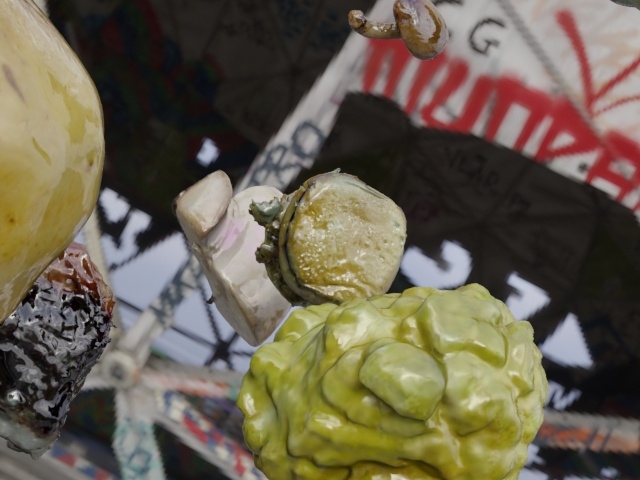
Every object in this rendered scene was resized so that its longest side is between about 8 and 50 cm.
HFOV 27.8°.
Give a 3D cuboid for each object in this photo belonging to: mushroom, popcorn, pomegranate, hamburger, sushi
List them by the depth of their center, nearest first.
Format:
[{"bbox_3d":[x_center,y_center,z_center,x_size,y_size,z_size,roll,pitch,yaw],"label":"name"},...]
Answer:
[{"bbox_3d":[-0.303,-0.083,0.840,0.332,0.333,0.332,28,-6,3],"label":"pomegranate"},{"bbox_3d":[0.076,0.150,1.118,0.241,0.235,0.250,13,-28,-32],"label":"popcorn"},{"bbox_3d":[-0.278,0.079,1.169,0.196,0.182,0.343,46,-13,-11],"label":"sushi"},{"bbox_3d":[0.000,0.000,1.434,0.185,0.159,0.131,28,-7,-20],"label":"hamburger"},{"bbox_3d":[0.100,-0.262,1.563,0.129,0.088,0.073,8,-25,-18],"label":"mushroom"},{"bbox_3d":[-0.075,0.022,1.732,0.173,0.162,0.236,45,-17,38],"label":"mushroom"}]

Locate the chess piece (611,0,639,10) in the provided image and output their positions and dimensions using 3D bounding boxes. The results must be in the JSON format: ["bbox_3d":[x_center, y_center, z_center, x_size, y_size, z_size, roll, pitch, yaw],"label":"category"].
[{"bbox_3d":[0.457,-0.282,1.527,0.442,0.234,0.234,54,7,28],"label":"chess piece"}]
